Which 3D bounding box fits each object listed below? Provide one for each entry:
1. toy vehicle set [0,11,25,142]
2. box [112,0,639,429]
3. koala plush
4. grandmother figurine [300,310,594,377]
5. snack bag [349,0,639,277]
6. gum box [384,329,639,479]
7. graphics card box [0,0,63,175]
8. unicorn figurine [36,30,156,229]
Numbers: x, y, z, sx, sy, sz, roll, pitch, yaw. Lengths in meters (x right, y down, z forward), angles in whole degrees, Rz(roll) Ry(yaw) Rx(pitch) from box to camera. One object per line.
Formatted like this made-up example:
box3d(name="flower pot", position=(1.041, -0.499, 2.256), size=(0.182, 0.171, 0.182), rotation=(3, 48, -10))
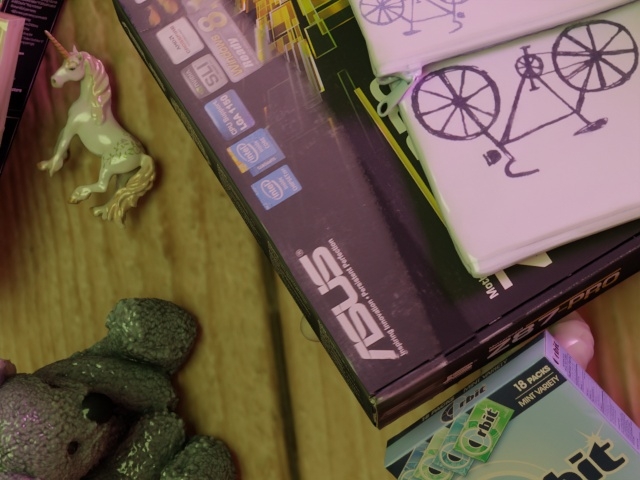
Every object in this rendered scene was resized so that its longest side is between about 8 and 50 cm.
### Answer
box3d(name="toy vehicle set", position=(-0.366, -0.085, 1.600), size=(0.166, 0.035, 0.267), rotation=(16, 103, 10))
box3d(name="box", position=(0.072, -0.106, 1.379), size=(0.318, 0.097, 0.395), rotation=(-30, 73, -6))
box3d(name="koala plush", position=(-0.219, 0.165, 1.530), size=(0.203, 0.221, 0.196), rotation=(-23, 79, 26))
box3d(name="grandmother figurine", position=(0.067, 0.006, 1.436), size=(0.342, 0.104, 0.208), rotation=(39, 92, 18))
box3d(name="snack bag", position=(0.187, -0.165, 1.325), size=(0.323, 0.037, 0.342), rotation=(-18, 72, -4))
box3d(name="gum box", position=(0.167, 0.180, 1.372), size=(0.157, 0.041, 0.184), rotation=(-37, 107, 22))
box3d(name="graphics card box", position=(-0.369, -0.196, 1.692), size=(0.233, 0.094, 0.371), rotation=(27, 102, 26))
box3d(name="unicorn figurine", position=(-0.204, -0.094, 1.627), size=(0.162, 0.060, 0.111), rotation=(41, 107, 6))
